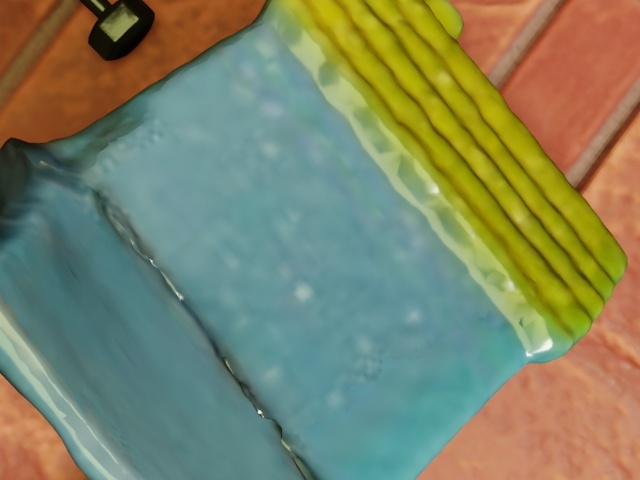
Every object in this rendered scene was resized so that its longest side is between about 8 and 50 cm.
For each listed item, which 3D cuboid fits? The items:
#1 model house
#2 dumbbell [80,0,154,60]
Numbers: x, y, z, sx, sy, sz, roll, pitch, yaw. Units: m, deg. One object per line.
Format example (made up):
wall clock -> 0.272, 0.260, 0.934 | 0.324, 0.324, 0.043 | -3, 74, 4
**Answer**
model house -> 0.000, 0.000, 0.817 | 0.303, 0.215, 0.237 | -38, 88, -26
dumbbell -> -0.134, -0.142, 0.899 | 0.083, 0.040, 0.036 | 45, 56, 1
